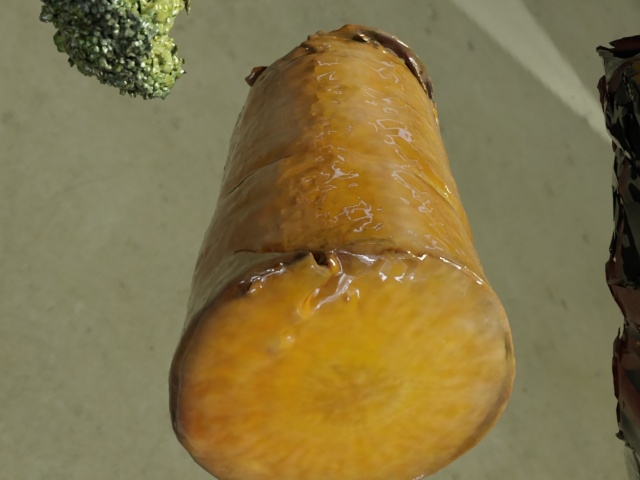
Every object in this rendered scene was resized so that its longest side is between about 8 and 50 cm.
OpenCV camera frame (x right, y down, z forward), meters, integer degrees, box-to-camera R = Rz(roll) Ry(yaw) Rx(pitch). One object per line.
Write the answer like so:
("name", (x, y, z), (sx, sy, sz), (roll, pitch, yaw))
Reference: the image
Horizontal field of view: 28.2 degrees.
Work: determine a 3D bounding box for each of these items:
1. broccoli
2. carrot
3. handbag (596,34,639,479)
("broccoli", (-0.096, -0.120, 0.633), (0.097, 0.095, 0.092), (39, 57, -21))
("carrot", (0.000, 0.000, 0.753), (0.196, 0.196, 0.254), (35, 27, -31))
("handbag", (0.179, 0.023, 0.418), (0.155, 0.169, 0.215), (-94, 173, -68))
